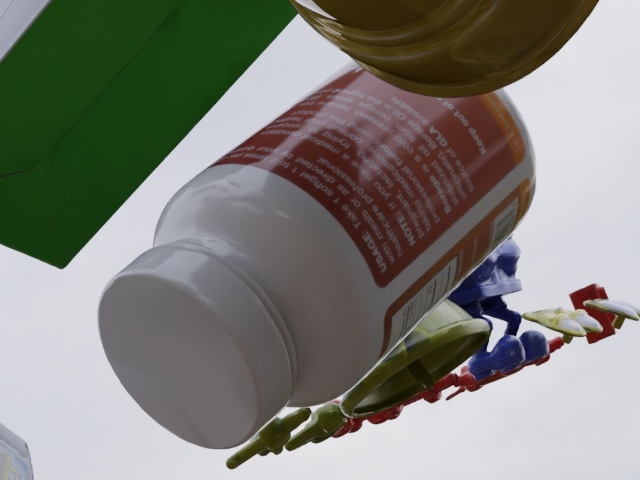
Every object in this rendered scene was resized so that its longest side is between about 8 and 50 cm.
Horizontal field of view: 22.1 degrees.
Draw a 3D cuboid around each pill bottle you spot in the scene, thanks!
[{"bbox_3d":[0.000,0.000,0.766,0.216,0.121,0.121,-40,-7,-41],"label":"pill bottle"}]

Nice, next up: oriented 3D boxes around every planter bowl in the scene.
[{"bbox_3d":[0.017,-0.162,0.656,0.090,0.217,0.217,-10,-23,-41],"label":"planter bowl"}]

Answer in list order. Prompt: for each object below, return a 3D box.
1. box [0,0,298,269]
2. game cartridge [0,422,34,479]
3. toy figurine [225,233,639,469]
[{"bbox_3d":[-0.134,-0.160,0.949,0.126,0.231,0.262,26,-59,-37],"label":"box"},{"bbox_3d":[-0.143,0.095,0.673,0.017,0.083,0.056,-40,-67,12],"label":"game cartridge"},{"bbox_3d":[0.052,0.001,1.106,0.191,0.217,0.362,-27,-11,31],"label":"toy figurine"}]
